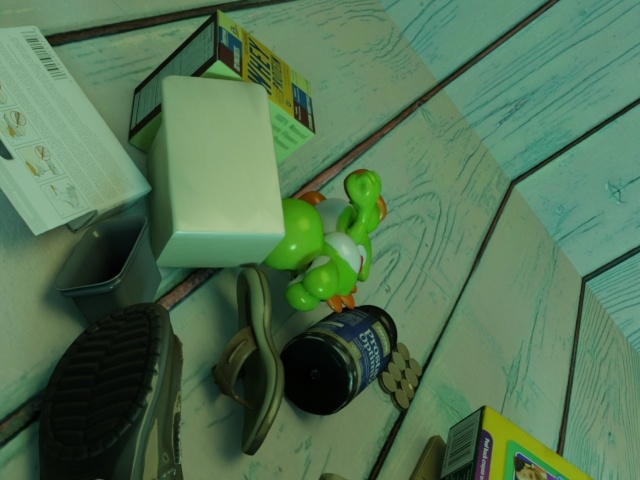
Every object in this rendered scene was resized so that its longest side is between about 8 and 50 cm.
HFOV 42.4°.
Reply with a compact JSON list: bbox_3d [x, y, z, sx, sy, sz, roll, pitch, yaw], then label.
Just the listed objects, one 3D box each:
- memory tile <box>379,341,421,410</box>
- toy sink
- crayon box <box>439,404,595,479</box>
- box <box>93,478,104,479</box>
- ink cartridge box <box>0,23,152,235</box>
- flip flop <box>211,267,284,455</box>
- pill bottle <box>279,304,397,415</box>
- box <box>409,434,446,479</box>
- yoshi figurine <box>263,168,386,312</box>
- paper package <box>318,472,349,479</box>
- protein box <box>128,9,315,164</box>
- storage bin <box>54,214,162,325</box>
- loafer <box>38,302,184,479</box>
[{"bbox_3d":[0.131,0.223,1.451,0.113,0.012,0.148,52,27,-6],"label":"memory tile"},{"bbox_3d":[-0.153,-0.090,1.140,0.153,0.131,0.234,1,68,-24],"label":"toy sink"},{"bbox_3d":[0.318,0.483,1.247,0.313,0.106,0.363,36,39,-9],"label":"crayon box"},{"bbox_3d":[-0.215,0.367,0.530,0.168,0.215,0.345,8,52,-54],"label":"box"},{"bbox_3d":[-0.364,-0.133,1.019,0.275,0.060,0.239,55,29,-1],"label":"ink cartridge box"},{"bbox_3d":[-0.103,0.152,1.082,0.080,0.112,0.277,9,50,-21],"label":"flip flop"},{"bbox_3d":[0.036,0.169,1.243,0.122,0.123,0.219,57,28,4],"label":"pill bottle"},{"bbox_3d":[0.207,0.429,1.332,0.164,0.021,0.201,54,27,-1],"label":"box"},{"bbox_3d":[-0.007,-0.026,1.311,0.203,0.203,0.362,16,24,5],"label":"yoshi figurine"},{"bbox_3d":[0.092,0.441,0.827,0.310,0.168,0.325,27,19,-4],"label":"paper package"},{"bbox_3d":[-0.150,-0.200,1.273,0.200,0.201,0.136,34,34,-35],"label":"protein box"},{"bbox_3d":[-0.247,0.048,0.982,0.135,0.098,0.091,-79,155,-55],"label":"storage bin"},{"bbox_3d":[-0.203,0.233,0.826,0.130,0.134,0.365,59,27,-48],"label":"loafer"}]
